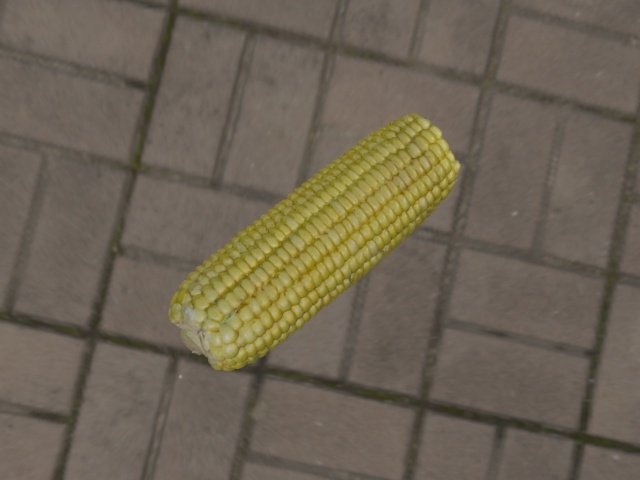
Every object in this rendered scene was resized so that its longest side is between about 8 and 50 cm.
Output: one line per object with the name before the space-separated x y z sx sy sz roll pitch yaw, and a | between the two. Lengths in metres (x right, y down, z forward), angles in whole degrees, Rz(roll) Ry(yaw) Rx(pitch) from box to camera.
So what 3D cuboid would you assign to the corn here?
corn | 0.000 0.000 0.928 0.248 0.081 0.081 -38 89 -24
